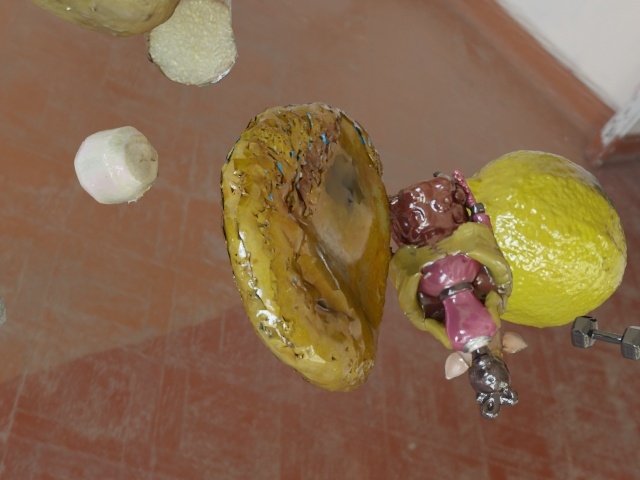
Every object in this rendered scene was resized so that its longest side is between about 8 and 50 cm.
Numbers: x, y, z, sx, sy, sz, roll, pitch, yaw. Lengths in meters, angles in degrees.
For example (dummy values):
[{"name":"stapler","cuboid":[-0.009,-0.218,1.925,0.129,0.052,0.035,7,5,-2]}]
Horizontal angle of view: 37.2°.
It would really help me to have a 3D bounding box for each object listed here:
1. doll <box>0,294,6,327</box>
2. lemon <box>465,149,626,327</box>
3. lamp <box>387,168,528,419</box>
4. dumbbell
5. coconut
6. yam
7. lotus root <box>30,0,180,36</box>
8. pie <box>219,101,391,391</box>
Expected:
[{"name":"doll","cuboid":[-0.437,0.058,1.191,0.079,0.094,0.180,-4,89,-15]},{"name":"lemon","cuboid":[0.334,0.003,1.458,0.321,0.268,0.268,23,38,-26]},{"name":"lamp","cuboid":[0.140,0.056,0.939,0.118,0.118,0.253,-4,61,-39]},{"name":"dumbbell","cuboid":[0.323,0.108,1.063,0.036,0.083,0.040,48,62,-46]},{"name":"coconut","cuboid":[-0.298,-0.105,1.368,0.110,0.124,0.110,14,73,-52]},{"name":"yam","cuboid":[-0.177,-0.323,1.238,0.128,0.129,0.238,12,42,-26]},{"name":"lotus root","cuboid":[-0.284,-0.330,0.944,0.342,0.169,0.152,29,39,-27]},{"name":"pie","cuboid":[-0.001,0.001,0.814,0.273,0.069,0.274,39,46,-56]}]
